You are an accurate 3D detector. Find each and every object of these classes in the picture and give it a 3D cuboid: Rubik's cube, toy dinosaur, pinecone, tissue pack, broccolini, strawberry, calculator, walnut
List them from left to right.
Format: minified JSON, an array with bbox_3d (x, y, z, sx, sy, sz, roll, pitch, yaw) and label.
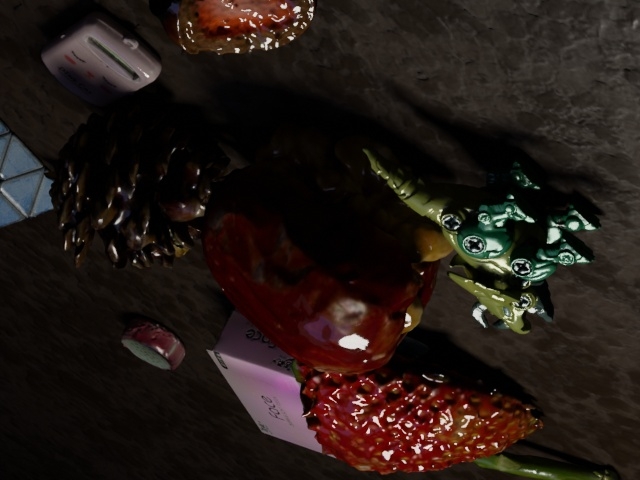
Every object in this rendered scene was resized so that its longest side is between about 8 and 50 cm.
[{"bbox_3d":[-0.452,-0.096,2.033,0.211,0.190,0.178,19,138,13],"label":"Rubik's cube"},{"bbox_3d":[-0.238,-0.195,1.705,0.100,0.032,0.175,39,154,-20],"label":"calculator"},{"bbox_3d":[-0.197,-0.053,1.753,0.204,0.179,0.184,18,127,-10],"label":"pinecone"},{"bbox_3d":[-0.038,0.196,2.183,0.148,0.092,0.246,15,152,28],"label":"tissue pack"},{"bbox_3d":[0.000,0.000,1.631,0.269,0.221,0.244,28,126,18],"label":"walnut"},{"bbox_3d":[0.113,0.229,1.971,0.306,0.138,0.233,11,157,21],"label":"strawberry"},{"bbox_3d":[0.208,0.257,2.091,0.392,0.079,0.074,10,140,23],"label":"broccolini"},{"bbox_3d":[0.154,-0.018,1.501,0.153,0.094,0.259,-34,111,33],"label":"toy dinosaur"}]

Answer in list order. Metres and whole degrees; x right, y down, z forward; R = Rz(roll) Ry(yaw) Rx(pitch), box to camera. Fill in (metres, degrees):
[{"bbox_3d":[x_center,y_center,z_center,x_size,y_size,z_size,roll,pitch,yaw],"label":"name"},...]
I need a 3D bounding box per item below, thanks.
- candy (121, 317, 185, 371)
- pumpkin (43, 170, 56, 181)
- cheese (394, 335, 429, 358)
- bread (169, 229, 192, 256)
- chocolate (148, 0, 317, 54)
[{"bbox_3d":[-0.257,0.160,2.423,0.103,0.043,0.103,24,156,12],"label":"candy"},{"bbox_3d":[-0.304,-0.063,2.049,0.101,0.035,0.073,40,166,-30],"label":"pumpkin"},{"bbox_3d":[0.014,0.091,1.965,0.244,0.052,0.135,28,159,-9],"label":"cheese"},{"bbox_3d":[-0.182,-0.030,1.926,0.083,0.077,0.070,32,168,-6],"label":"bread"},{"bbox_3d":[-0.071,-0.216,1.362,0.133,0.127,0.124,24,152,-28],"label":"chocolate"}]
